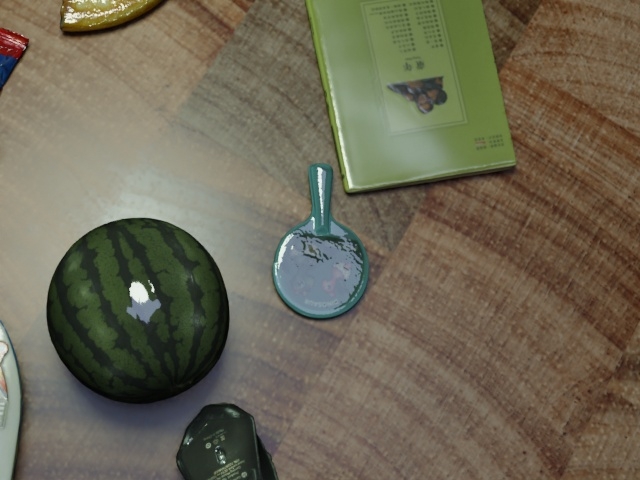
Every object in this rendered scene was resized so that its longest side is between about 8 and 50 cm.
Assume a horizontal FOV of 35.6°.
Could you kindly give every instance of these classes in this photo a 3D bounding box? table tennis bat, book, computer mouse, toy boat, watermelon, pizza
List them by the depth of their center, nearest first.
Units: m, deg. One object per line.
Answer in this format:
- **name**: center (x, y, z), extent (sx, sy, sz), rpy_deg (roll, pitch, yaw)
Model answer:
- **toy boat**: center (-0.407, 0.218, 1.127), extent (0.129, 0.088, 0.295), rpy_deg (8, 78, -8)
- **watermelon**: center (-0.206, 0.077, 1.131), extent (0.212, 0.212, 0.212), rpy_deg (2, 78, -9)
- **computer mouse**: center (-0.104, 0.275, 1.161), extent (0.106, 0.062, 0.192), rpy_deg (-26, 52, 4)
- **table tennis bat**: center (0.000, 0.000, 1.273), extent (0.124, 0.033, 0.201), rpy_deg (1, 83, -11)
- **pizza**: center (-0.290, -0.354, 1.294), extent (0.185, 0.036, 0.176), rpy_deg (-43, 87, -15)
- **book**: center (0.113, -0.248, 1.342), extent (0.239, 0.035, 0.352), rpy_deg (-9, 80, -10)

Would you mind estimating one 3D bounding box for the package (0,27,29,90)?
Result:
- **package**: center (-0.443, -0.182, 1.240), extent (0.083, 0.022, 0.200), rpy_deg (23, 77, -4)
